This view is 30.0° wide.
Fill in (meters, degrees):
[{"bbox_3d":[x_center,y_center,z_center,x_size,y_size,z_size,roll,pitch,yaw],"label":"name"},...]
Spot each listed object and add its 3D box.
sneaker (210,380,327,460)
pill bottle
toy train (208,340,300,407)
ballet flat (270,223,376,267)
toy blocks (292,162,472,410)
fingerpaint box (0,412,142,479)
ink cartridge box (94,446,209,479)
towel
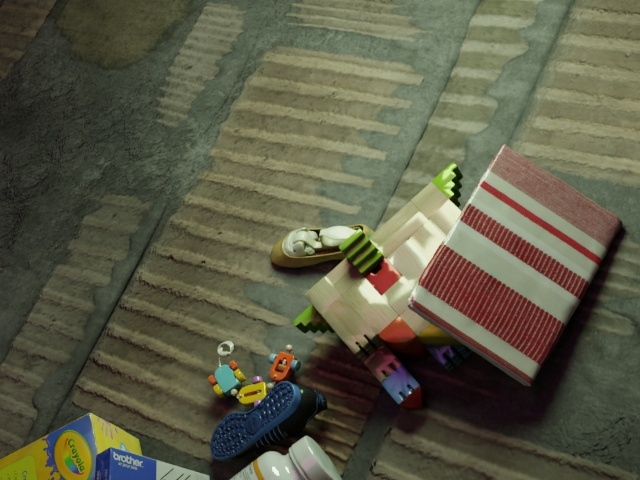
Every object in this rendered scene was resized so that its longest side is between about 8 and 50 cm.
[{"bbox_3d":[-0.088,0.316,2.028,0.232,0.090,0.081,-36,48,34],"label":"sneaker"},{"bbox_3d":[-0.089,0.426,1.915,0.246,0.136,0.136,-38,50,4],"label":"pill bottle"},{"bbox_3d":[-0.114,0.238,2.110,0.166,0.046,0.125,9,65,30],"label":"toy train"},{"bbox_3d":[0.000,0.000,2.172,0.232,0.073,0.080,-6,58,27],"label":"ballet flat"},{"bbox_3d":[0.170,0.097,1.970,0.381,0.191,0.261,-42,61,0],"label":"toy blocks"},{"bbox_3d":[-0.456,0.578,2.011,0.371,0.163,0.444,-29,53,12],"label":"fingerpaint box"},{"bbox_3d":[-0.277,0.417,1.981,0.046,0.207,0.097,-32,46,36],"label":"ink cartridge box"},{"bbox_3d":[0.310,0.036,1.896,0.237,0.037,0.329,33,70,1],"label":"towel"}]
